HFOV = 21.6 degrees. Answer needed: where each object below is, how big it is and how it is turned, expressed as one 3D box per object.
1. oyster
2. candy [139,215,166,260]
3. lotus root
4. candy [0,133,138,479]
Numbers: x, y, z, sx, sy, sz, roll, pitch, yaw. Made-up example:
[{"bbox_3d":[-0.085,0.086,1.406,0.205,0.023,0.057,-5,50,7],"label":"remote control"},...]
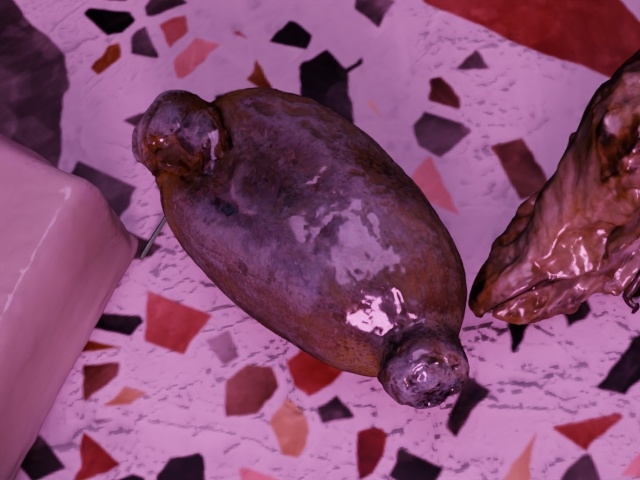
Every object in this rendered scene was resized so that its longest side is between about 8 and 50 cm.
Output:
[{"bbox_3d":[0.249,-0.053,1.281,0.133,0.198,0.337,44,116,10],"label":"oyster"},{"bbox_3d":[-0.125,-0.036,1.447,0.035,0.035,0.123,18,73,53],"label":"candy"},{"bbox_3d":[0.001,0.000,1.329,0.175,0.175,0.349,-41,64,-12],"label":"lotus root"},{"bbox_3d":[-0.318,0.080,1.352,0.208,0.145,0.358,19,68,19],"label":"candy"}]
